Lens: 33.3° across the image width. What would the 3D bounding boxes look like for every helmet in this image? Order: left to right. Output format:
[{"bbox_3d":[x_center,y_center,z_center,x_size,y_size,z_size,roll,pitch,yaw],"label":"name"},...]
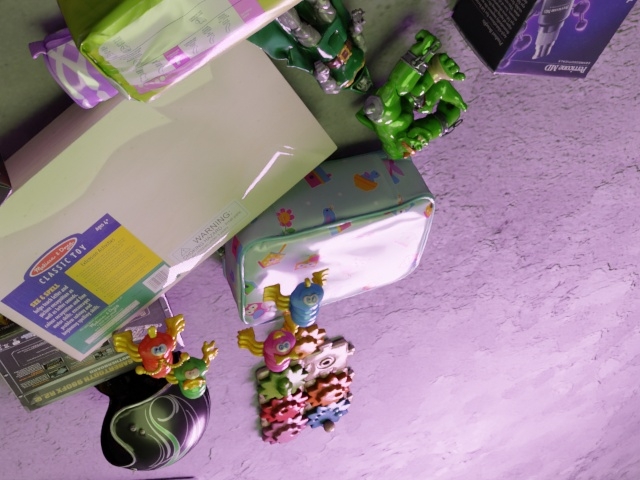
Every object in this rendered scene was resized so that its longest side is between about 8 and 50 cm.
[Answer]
[{"bbox_3d":[-0.237,0.239,1.499,0.169,0.169,0.161,-22,129,-9],"label":"helmet"}]

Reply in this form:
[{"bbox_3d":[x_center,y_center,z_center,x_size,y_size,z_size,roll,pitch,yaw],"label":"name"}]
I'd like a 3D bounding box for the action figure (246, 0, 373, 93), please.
[{"bbox_3d":[0.005,-0.220,1.154,0.137,0.063,0.232,-55,150,-4],"label":"action figure"}]

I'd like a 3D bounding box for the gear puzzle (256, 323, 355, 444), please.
[{"bbox_3d":[-0.018,0.236,1.748,0.175,0.044,0.339,-19,144,-13],"label":"gear puzzle"}]

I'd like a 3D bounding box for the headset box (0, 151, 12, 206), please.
[{"bbox_3d":[-0.382,-0.112,0.830,0.110,0.293,0.218,-45,143,23],"label":"headset box"}]

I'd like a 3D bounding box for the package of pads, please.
[{"bbox_3d":[-0.089,-0.274,0.880,0.296,0.229,0.101,-33,145,6],"label":"package of pads"}]

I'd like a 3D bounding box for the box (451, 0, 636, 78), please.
[{"bbox_3d":[0.271,-0.295,1.208,0.153,0.108,0.207,-4,138,-32],"label":"box"}]

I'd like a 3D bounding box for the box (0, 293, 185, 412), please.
[{"bbox_3d":[-0.305,0.117,1.387,0.231,0.056,0.183,-22,145,-9],"label":"box"}]

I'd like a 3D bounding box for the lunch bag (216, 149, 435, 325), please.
[{"bbox_3d":[0.000,0.000,1.400,0.279,0.108,0.224,-15,150,-14],"label":"lunch bag"}]

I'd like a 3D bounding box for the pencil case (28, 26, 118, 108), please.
[{"bbox_3d":[-0.170,-0.211,1.030,0.206,0.086,0.088,-34,147,8],"label":"pencil case"}]

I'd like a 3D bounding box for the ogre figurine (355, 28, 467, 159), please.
[{"bbox_3d":[0.111,-0.162,1.288,0.118,0.097,0.197,-43,174,-2],"label":"ogre figurine"}]

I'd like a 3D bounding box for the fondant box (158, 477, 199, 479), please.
[{"bbox_3d":[-0.380,0.511,1.811,0.330,0.096,0.238,6,133,-40],"label":"fondant box"}]

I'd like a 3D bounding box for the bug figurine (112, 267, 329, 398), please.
[{"bbox_3d":[-0.109,0.129,1.340,0.279,0.072,0.216,-18,155,-11],"label":"bug figurine"}]

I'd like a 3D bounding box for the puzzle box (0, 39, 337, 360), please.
[{"bbox_3d":[-0.200,-0.056,1.183,0.409,0.052,0.272,-39,143,2],"label":"puzzle box"}]
